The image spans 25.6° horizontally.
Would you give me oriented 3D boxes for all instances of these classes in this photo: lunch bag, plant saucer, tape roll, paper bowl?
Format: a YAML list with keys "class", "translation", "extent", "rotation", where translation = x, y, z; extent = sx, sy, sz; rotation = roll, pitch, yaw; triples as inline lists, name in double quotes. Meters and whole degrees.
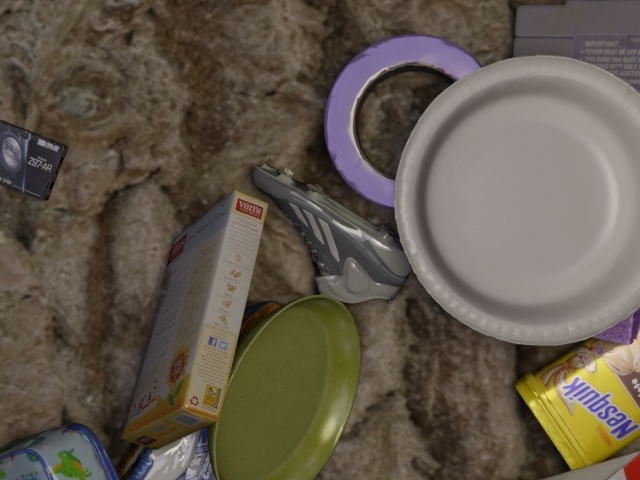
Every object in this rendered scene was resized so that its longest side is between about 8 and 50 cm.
- class: "lunch bag"
  translation: [-0.286, 0.294, 1.504]
  extent: [0.219, 0.090, 0.176]
  rotation: [-24, 91, 50]
- class: "plant saucer"
  translation: [-0.043, 0.167, 1.480]
  extent: [0.037, 0.241, 0.241]
  rotation: [20, 94, 34]
- class: "tape roll"
  translation: [0.100, -0.124, 1.516]
  extent: [0.189, 0.080, 0.189]
  rotation: [0, 92, 5]
- class: "paper bowl"
  translation: [0.211, -0.039, 1.372]
  extent: [0.284, 0.148, 0.284]
  rotation: [1, 92, 17]

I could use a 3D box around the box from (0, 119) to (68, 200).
- class: "box"
  translation: [-0.334, -0.090, 1.581]
  extent: [0.083, 0.018, 0.067]
  rotation: [22, 94, 4]

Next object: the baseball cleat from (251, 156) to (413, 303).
- class: "baseball cleat"
  translation: [0.000, 0.000, 1.533]
  extent: [0.206, 0.072, 0.109]
  rotation: [30, 101, 6]

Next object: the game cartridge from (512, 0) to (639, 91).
- class: "game cartridge"
  translation: [0.361, -0.134, 1.436]
  extent: [0.355, 0.068, 0.230]
  rotation: [6, 89, 33]

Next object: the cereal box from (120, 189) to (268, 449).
- class: "cereal box"
  translation: [-0.129, 0.084, 1.452]
  extent: [0.047, 0.173, 0.240]
  rotation: [22, 64, -20]

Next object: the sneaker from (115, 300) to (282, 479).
- class: "sneaker"
  translation: [-0.105, 0.204, 1.545]
  extent: [0.131, 0.112, 0.296]
  rotation: [36, 97, -14]

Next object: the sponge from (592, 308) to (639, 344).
- class: "sponge"
  translation: [0.236, 0.033, 1.491]
  extent: [0.210, 0.031, 0.117]
  rotation: [11, 104, 25]

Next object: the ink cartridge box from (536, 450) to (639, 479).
- class: "ink cartridge box"
  translation: [0.322, 0.387, 1.479]
  extent: [0.385, 0.091, 0.308]
  rotation: [-16, 105, 6]

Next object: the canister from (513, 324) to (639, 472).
- class: "canister"
  translation: [0.312, 0.158, 1.514]
  extent: [0.170, 0.073, 0.126]
  rotation: [-35, 89, 3]
